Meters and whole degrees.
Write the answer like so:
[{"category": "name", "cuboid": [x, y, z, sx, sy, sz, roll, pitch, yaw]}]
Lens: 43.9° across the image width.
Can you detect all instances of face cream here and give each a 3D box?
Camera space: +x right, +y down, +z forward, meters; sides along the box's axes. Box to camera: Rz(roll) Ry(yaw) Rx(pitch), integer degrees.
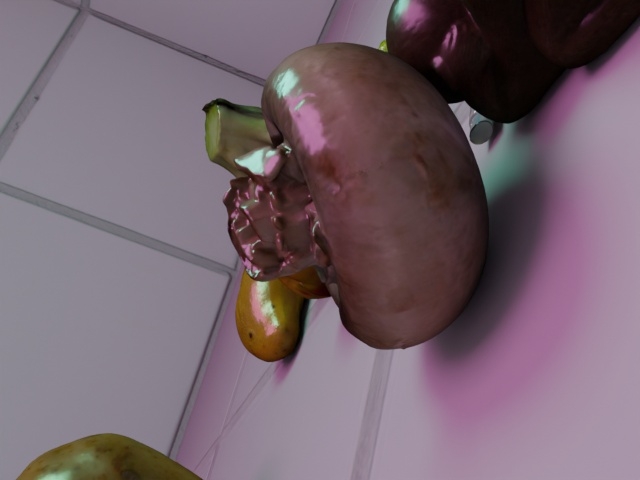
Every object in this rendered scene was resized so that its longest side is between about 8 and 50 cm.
[{"category": "face cream", "cuboid": [0.143, -0.126, 0.693, 0.115, 0.020, 0.038, -73, 8, -45]}]

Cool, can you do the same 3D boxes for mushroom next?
[{"category": "mushroom", "cuboid": [0.022, -0.026, 0.573, 0.178, 0.226, 0.226, -28, 4, -8]}]

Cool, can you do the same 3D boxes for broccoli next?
[{"category": "broccoli", "cuboid": [-0.045, -0.103, 1.068, 0.248, 0.246, 0.288, -104, 30, -60]}]

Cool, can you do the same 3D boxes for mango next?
[{"category": "mango", "cuboid": [-0.081, 0.092, 1.274, 0.157, 0.109, 0.262, -60, 13, 28]}]

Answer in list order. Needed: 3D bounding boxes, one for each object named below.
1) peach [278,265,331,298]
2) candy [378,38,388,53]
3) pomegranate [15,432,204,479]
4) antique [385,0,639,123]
[{"category": "peach", "cuboid": [0.000, 0.000, 0.920, 0.138, 0.138, 0.138, -159, 90, -82]}, {"category": "candy", "cuboid": [0.130, -0.328, 1.257, 0.123, 0.035, 0.035, -44, 28, 53]}, {"category": "pomegranate", "cuboid": [-0.253, 0.395, 0.951, 0.342, 0.343, 0.342, -159, 90, -82]}, {"category": "antique", "cuboid": [0.125, -0.177, 0.533, 0.257, 0.144, 0.121, 128, 160, -70]}]
